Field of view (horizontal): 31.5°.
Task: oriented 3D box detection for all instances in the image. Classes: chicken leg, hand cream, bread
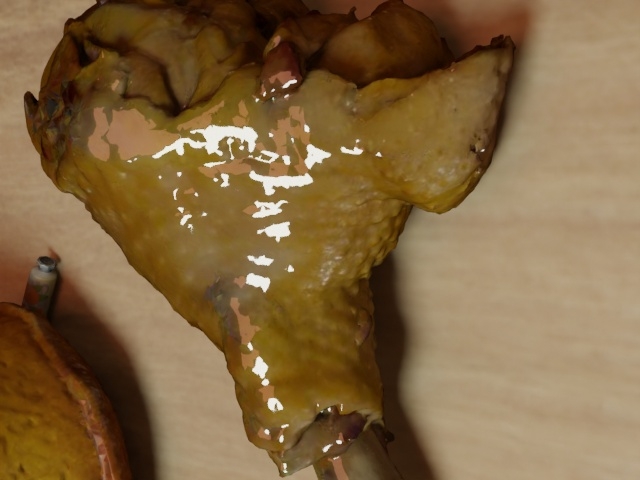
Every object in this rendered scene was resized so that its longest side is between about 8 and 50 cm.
[{"bbox_3d":[0.000,0.000,0.655,0.295,0.182,0.409,-26,79,23],"label":"chicken leg"},{"bbox_3d":[-0.239,0.060,0.951,0.035,0.022,0.102,35,119,27],"label":"hand cream"},{"bbox_3d":[-0.271,0.197,0.884,0.312,0.172,0.312,5,98,43],"label":"bread"}]
